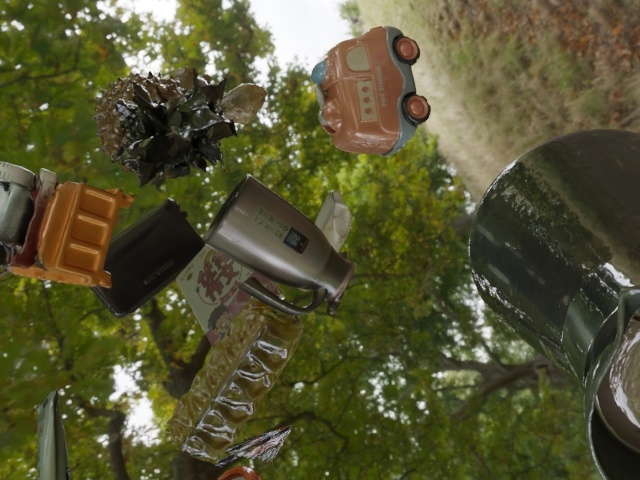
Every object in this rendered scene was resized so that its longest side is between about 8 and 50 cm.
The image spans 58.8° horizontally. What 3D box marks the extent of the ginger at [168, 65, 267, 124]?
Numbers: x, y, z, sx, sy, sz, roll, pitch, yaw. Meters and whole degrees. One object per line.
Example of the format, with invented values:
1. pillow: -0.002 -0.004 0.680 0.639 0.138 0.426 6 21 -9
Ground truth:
1. ginger: -0.208 -0.265 1.048 0.059 0.214 0.132 -5 -101 -80

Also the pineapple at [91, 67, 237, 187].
1. pineapple: -0.188 -0.138 0.709 0.165 0.166 0.365 59 164 -26

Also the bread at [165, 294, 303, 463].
1. bread: -0.121 0.194 0.823 0.098 0.269 0.087 39 -170 34

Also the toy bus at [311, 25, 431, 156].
1. toy bus: 0.097 -0.331 1.288 0.194 0.232 0.287 159 101 -72

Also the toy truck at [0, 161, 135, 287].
1. toy truck: -0.326 -0.018 0.612 0.135 0.271 0.114 25 -107 -48

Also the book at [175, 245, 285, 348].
1. book: -0.172 0.085 1.043 0.022 0.162 0.232 37 -171 -49

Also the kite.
1. kite: -0.155 0.523 1.443 0.234 0.321 0.016 -15 -92 -38

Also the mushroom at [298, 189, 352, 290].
1. mushroom: 0.000 0.000 0.963 0.071 0.209 0.084 8 -132 -23

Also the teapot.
1. teapot: 0.296 0.065 0.515 0.300 0.253 0.344 44 -160 -11

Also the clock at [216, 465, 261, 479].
1. clock: -0.204 0.607 1.270 0.051 0.205 0.205 43 -151 -25

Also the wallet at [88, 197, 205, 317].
1. wallet: -0.353 0.033 1.156 0.250 0.044 0.149 -39 -82 -25

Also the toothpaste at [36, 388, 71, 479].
1. toothpaste: -0.345 0.332 0.737 0.069 0.047 0.268 107 147 -58

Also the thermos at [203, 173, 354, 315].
1. thermos: -0.050 0.023 0.734 0.193 0.105 0.137 35 -128 -16
